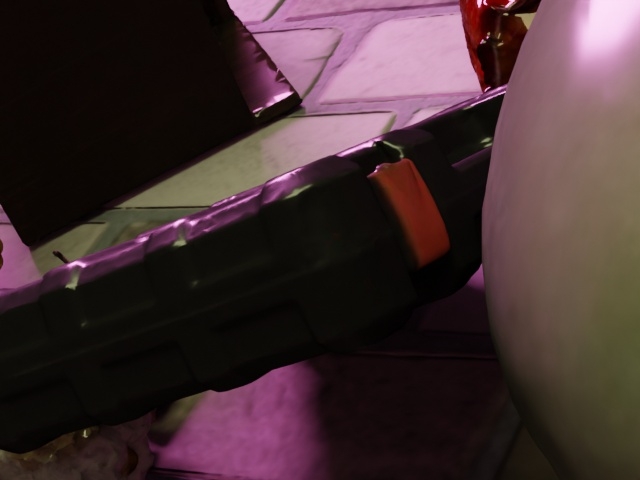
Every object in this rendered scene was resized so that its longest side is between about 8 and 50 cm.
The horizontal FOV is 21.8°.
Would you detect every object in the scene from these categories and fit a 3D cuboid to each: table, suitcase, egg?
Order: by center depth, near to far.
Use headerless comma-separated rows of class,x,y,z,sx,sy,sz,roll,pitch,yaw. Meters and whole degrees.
egg,0.188,-0.024,0.579,0.258,0.258,0.352,-8,36,25
suitcase,0.000,-0.001,0.712,0.206,0.066,0.285,-21,3,32
table,-0.149,-0.139,1.040,0.193,0.169,0.172,-29,33,-4

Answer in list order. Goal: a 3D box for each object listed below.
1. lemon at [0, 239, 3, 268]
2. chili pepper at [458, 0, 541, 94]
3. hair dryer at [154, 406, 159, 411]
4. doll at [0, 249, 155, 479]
lemon,-0.275,-0.009,0.942,0.206,0.173,0.173,7,43,20
chili pepper,0.143,-0.149,0.927,0.144,0.136,0.253,-47,21,16
hair dryer,-0.103,0.066,0.862,0.083,0.026,0.047,-5,35,41
doll,-0.177,0.096,0.795,0.221,0.105,0.115,-25,74,14
